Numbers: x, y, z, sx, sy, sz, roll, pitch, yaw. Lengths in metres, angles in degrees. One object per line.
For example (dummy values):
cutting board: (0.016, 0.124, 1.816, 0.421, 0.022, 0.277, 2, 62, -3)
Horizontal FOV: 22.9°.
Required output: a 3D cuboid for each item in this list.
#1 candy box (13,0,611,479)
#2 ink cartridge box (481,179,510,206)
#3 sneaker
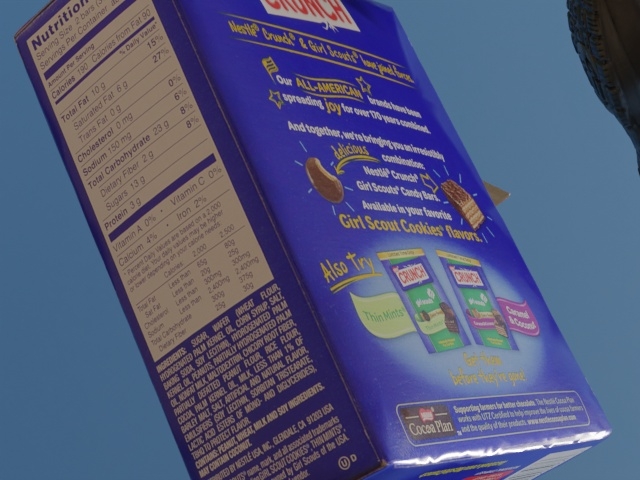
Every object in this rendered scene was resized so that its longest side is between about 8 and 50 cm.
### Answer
candy box: (0.000, 0.000, 0.894, 0.122, 0.268, 0.317, -33, -111, 27)
ink cartridge box: (0.101, 0.027, 1.644, 0.225, 0.056, 0.181, -37, -167, -1)
sneaker: (0.289, -0.118, 1.247, 0.130, 0.286, 0.109, -29, -149, 9)
